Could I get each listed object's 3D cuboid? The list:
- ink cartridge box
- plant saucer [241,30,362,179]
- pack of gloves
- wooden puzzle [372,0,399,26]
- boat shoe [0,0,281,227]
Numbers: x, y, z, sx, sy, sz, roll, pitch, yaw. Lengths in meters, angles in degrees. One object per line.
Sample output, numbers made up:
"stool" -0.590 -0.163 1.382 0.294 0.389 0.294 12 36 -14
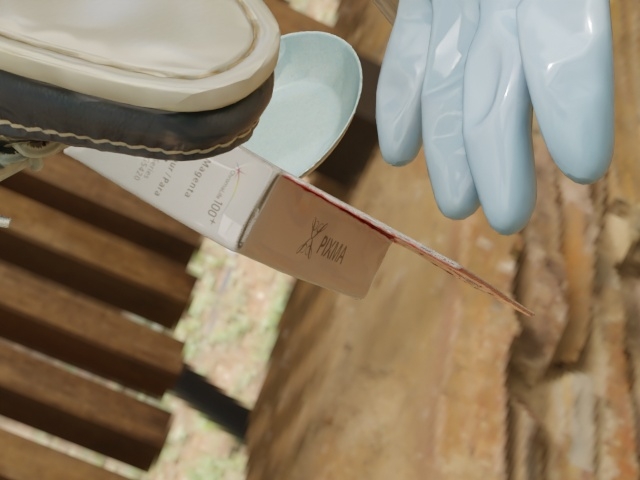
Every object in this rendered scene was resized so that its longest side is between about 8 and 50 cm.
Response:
"ink cartridge box" 0.000 0.000 0.965 0.060 0.239 0.275 -60 -18 1
"plant saucer" -0.040 -0.103 1.375 0.195 0.037 0.195 -19 47 22
"pack of gloves" 0.082 -0.120 0.337 0.195 0.046 0.232 -12 62 44
"wooden puzzle" 0.058 -0.196 1.090 0.078 0.116 0.014 -29 7 42
"boat shoe" -0.119 -0.064 0.529 0.095 0.254 0.079 -39 -44 -47
